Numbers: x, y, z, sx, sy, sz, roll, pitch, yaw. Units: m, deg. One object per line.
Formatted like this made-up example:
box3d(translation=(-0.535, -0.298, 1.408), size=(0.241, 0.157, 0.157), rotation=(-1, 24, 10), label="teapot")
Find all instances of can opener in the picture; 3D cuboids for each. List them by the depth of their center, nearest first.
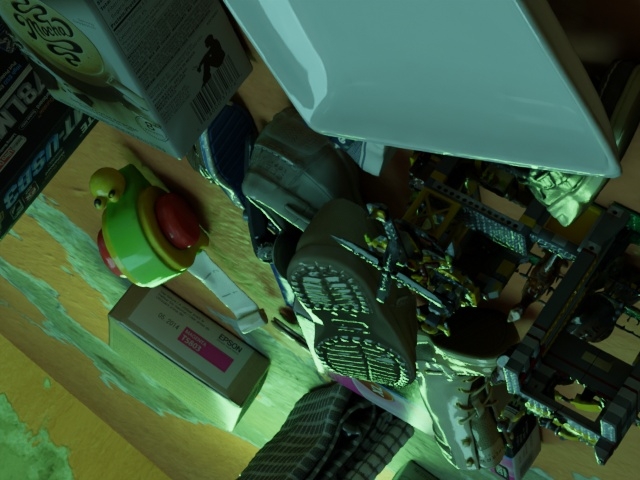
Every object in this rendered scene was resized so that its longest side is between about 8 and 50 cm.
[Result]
box3d(translation=(-0.052, -0.043, 1.603), size=(0.059, 0.073, 0.186), rotation=(-7, 143, 4), label="can opener")

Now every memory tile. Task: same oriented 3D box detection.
box3d(translation=(-0.001, 0.144, 2.035), size=(0.148, 0.012, 0.113), rotation=(36, 177, -4), label="memory tile")

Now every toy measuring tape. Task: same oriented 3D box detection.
box3d(translation=(-0.168, 0.035, 1.929), size=(0.121, 0.121, 0.330), rotation=(14, 152, 49), label="toy measuring tape")

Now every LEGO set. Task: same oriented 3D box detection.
box3d(translation=(0.169, 0.079, 1.310), size=(0.331, 0.192, 0.255), rotation=(31, 162, 15), label="LEGO set")

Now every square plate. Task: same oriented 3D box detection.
box3d(translation=(0.017, -0.199, 1.052), size=(0.344, 0.049, 0.347), rotation=(15, 144, 55), label="square plate")

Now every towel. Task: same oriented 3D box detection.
box3d(translation=(-0.024, 0.313, 2.193), size=(0.121, 0.235, 0.283), rotation=(44, 161, -5), label="towel")

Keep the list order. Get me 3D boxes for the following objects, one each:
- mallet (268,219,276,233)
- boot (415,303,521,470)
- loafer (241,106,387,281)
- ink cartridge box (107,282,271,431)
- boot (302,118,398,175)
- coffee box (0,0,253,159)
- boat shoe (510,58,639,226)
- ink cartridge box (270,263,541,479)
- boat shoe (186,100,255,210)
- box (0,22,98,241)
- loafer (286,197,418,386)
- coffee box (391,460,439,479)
box3d(translation=(-0.010, 0.017, 1.751), size=(0.189, 0.039, 0.062), rotation=(36, 165, 15), label="mallet")
box3d(translation=(0.155, 0.154, 1.618), size=(0.213, 0.077, 0.165), rotation=(9, 122, 65), label="boot")
box3d(translation=(0.000, 0.000, 1.550), size=(0.112, 0.111, 0.319), rotation=(26, 160, 34), label="loafer")
box3d(translation=(-0.196, 0.168, 2.369), size=(0.234, 0.088, 0.193), rotation=(35, 161, 3), label="ink cartridge box")
box3d(translation=(0.027, -0.110, 1.293), size=(0.086, 0.069, 0.190), rotation=(31, 164, 4), label="boot")
box3d(translation=(-0.193, -0.218, 1.342), size=(0.168, 0.119, 0.297), rotation=(26, 160, 30), label="coffee box")
box3d(translation=(0.172, -0.070, 1.115), size=(0.073, 0.080, 0.223), rotation=(29, 166, 6), label="boat shoe")
box3d(translation=(0.080, 0.139, 1.846), size=(0.371, 0.069, 0.176), rotation=(31, 162, 23), label="ink cartridge box")
box3d(translation=(-0.103, -0.088, 1.592), size=(0.066, 0.066, 0.183), rotation=(29, 161, 24), label="boat shoe")
box3d(translation=(-0.380, -0.143, 1.589), size=(0.293, 0.295, 0.073), rotation=(29, 161, 16), label="box")
box3d(translation=(0.041, 0.052, 1.462), size=(0.102, 0.092, 0.268), rotation=(10, 154, 16), label="loafer")
box3d(translation=(0.107, 0.455, 2.283), size=(0.141, 0.246, 0.098), rotation=(35, 162, 3), label="coffee box")
